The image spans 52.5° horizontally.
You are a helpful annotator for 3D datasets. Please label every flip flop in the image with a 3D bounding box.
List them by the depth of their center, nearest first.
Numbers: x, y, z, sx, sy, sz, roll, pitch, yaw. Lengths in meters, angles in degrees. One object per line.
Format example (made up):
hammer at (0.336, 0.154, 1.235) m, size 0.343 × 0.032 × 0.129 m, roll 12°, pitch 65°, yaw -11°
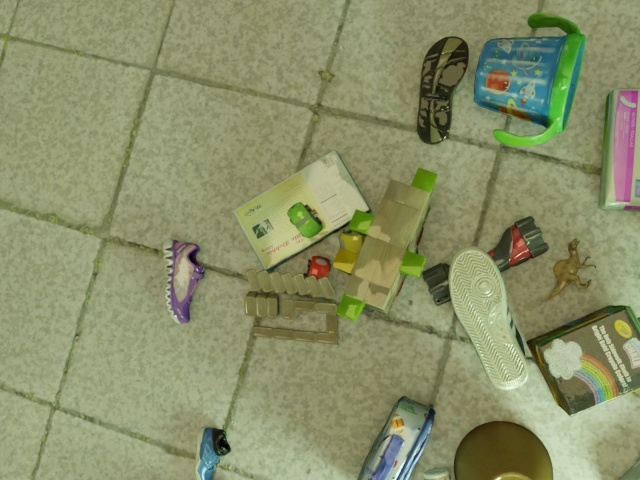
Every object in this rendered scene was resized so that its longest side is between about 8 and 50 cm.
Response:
flip flop at (0.310, -0.386, 1.681) m, size 0.112 × 0.080 × 0.276 m, roll 9°, pitch 102°, yaw 7°

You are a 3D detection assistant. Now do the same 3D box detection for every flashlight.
flashlight at (0.403, 0.047, 1.612) m, size 0.304 × 0.103 × 0.103 m, roll -25°, pitch 111°, yaw 12°

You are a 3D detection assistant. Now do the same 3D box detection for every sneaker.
sneaker at (0.398, 0.179, 1.565) m, size 0.131 × 0.148 × 0.349 m, roll -16°, pitch 92°, yaw 13°
sneaker at (-0.281, 0.572, 1.713) m, size 0.085 × 0.058 × 0.152 m, roll -4°, pitch 78°, yaw 19°
sneaker at (-0.364, 0.107, 1.758) m, size 0.105 × 0.095 × 0.236 m, roll -5°, pitch 83°, yaw 3°

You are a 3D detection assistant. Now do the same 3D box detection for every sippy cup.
sippy cup at (0.500, -0.394, 1.577) m, size 0.224 × 0.305 × 0.240 m, roll 15°, pitch 132°, yaw 22°

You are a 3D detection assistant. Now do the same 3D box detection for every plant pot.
plant pot at (0.428, 0.553, 1.480) m, size 0.237 × 0.254 × 0.236 m, roll -1°, pitch 84°, yaw 10°

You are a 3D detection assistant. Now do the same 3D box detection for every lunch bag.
lunch bag at (0.167, 0.525, 1.537) m, size 0.115 × 0.243 × 0.303 m, roll 26°, pitch 89°, yaw 12°

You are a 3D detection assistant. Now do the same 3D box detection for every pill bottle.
pill bottle at (0.296, 0.626, 1.592) m, size 0.067 × 0.067 × 0.120 m, roll -13°, pitch 83°, yaw 10°

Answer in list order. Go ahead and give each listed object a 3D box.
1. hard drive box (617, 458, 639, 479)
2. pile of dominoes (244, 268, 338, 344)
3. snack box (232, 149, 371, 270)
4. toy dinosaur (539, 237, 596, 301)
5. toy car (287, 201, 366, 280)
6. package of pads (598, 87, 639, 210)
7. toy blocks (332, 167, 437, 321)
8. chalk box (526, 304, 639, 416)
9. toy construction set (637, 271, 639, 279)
hard drive box at (0.814, 0.613, 1.482) m, size 0.181 × 0.089 × 0.232 m, roll -44°, pitch 79°, yaw 4°
pile of dominoes at (-0.074, 0.167, 1.706) m, size 0.251 × 0.040 × 0.195 m, roll 4°, pitch 110°, yaw 10°
snack box at (-0.050, -0.077, 1.724) m, size 0.322 × 0.060 × 0.187 m, roll -30°, pitch 82°, yaw 7°
toy dinosaur at (0.614, 0.089, 1.596) m, size 0.093 × 0.053 × 0.183 m, roll 24°, pitch 82°, yaw 27°
toy car at (0.000, 0.000, 1.656) m, size 0.239 × 0.053 × 0.225 m, roll -39°, pitch 109°, yaw 10°
package of pads at (0.802, -0.214, 1.552) m, size 0.229 × 0.101 × 0.296 m, roll 5°, pitch 86°, yaw 12°
toy blocks at (0.171, 0.032, 1.585) m, size 0.191 × 0.261 × 0.381 m, roll 21°, pitch 82°, yaw 14°
chalk box at (0.657, 0.260, 1.501) m, size 0.289 × 0.179 × 0.180 m, roll -24°, pitch 80°, yaw 7°
toy construction set at (0.861, 0.061, 1.462) m, size 0.328 × 0.151 × 0.215 m, roll -11°, pitch 40°, yaw -18°
